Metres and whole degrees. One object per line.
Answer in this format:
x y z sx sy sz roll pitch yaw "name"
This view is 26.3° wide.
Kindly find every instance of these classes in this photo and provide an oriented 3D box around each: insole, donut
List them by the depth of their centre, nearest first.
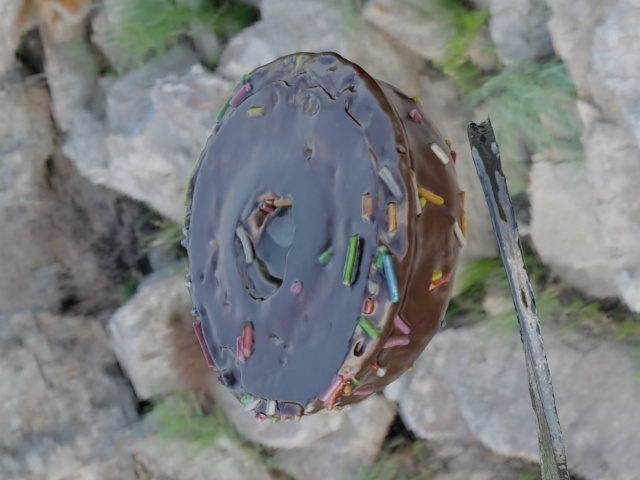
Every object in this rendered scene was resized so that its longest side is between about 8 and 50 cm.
0.092 0.070 0.584 0.309 0.012 0.110 71 -173 -50 "insole"
0.000 0.000 0.861 0.235 0.089 0.235 -12 75 51 "donut"
